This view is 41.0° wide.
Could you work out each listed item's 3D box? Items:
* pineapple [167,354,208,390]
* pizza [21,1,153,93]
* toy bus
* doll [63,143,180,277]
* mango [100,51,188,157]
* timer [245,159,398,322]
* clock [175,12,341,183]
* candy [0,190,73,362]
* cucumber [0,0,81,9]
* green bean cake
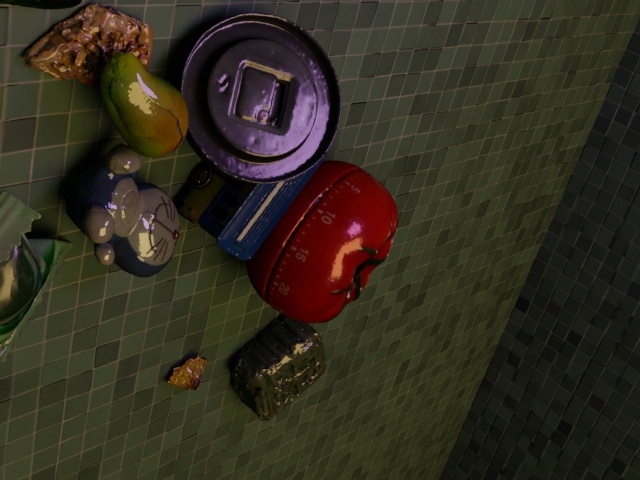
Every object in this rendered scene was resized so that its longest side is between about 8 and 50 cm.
[{"bbox_3d":[-0.311,0.340,2.091,0.114,0.077,0.114,-39,159,-16],"label":"pineapple"},{"bbox_3d":[-0.361,-0.310,1.408,0.226,0.069,0.147,13,111,-56],"label":"pizza"},{"bbox_3d":[-0.145,-0.123,1.763,0.287,0.175,0.138,-54,150,-1],"label":"toy bus"},{"bbox_3d":[-0.353,-0.039,1.581,0.258,0.154,0.228,42,50,-48],"label":"doll"},{"bbox_3d":[-0.294,-0.226,1.443,0.125,0.111,0.233,-39,149,-17],"label":"mango"},{"bbox_3d":[0.000,0.000,1.949,0.378,0.279,0.378,-51,164,-20],"label":"timer"},{"bbox_3d":[-0.116,-0.263,1.603,0.319,0.066,0.318,0,89,-25],"label":"clock"},{"bbox_3d":[-0.525,0.077,1.412,0.263,0.172,0.398,-52,169,-10],"label":"candy"},{"bbox_3d":[-0.459,-0.365,1.242,0.284,0.056,0.056,-17,133,-51],"label":"cucumber"},{"bbox_3d":[-0.111,0.343,2.301,0.255,0.132,0.241,-37,148,-25],"label":"green bean cake"}]
